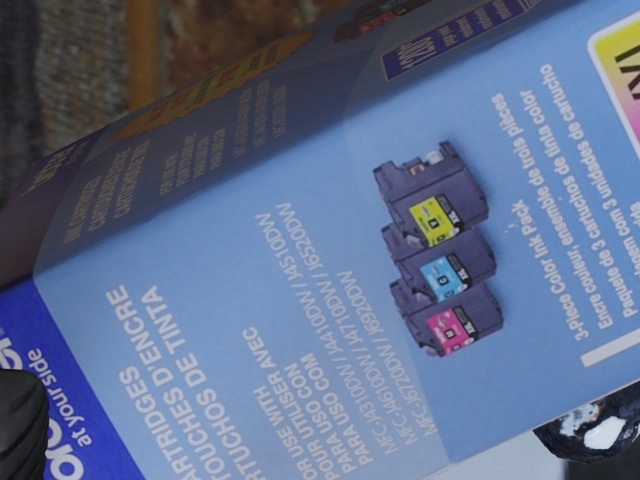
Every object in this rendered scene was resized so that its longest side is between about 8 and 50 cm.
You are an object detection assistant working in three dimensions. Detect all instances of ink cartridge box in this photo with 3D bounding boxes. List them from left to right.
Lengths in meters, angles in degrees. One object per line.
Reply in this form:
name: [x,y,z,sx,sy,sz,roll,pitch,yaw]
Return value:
ink cartridge box: [0.000,0.000,0.735,0.396,0.270,0.151,-27,104,7]

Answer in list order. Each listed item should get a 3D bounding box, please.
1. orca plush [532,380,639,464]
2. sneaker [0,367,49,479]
orca plush: [0.156,0.005,0.915,0.151,0.102,0.287,39,125,25]
sneaker: [-0.203,0.174,0.577,0.146,0.122,0.330,26,102,0]
